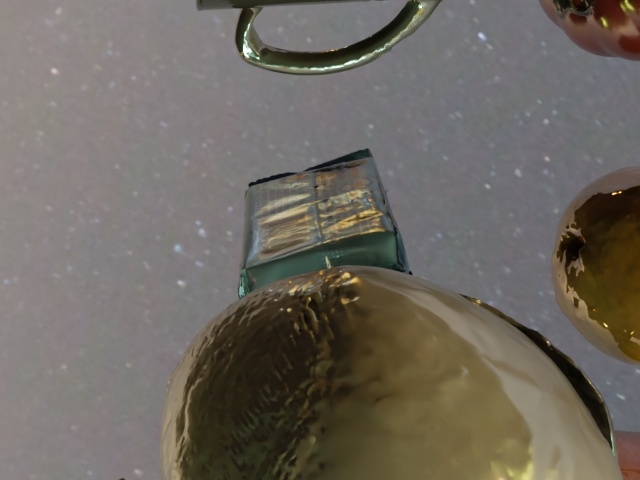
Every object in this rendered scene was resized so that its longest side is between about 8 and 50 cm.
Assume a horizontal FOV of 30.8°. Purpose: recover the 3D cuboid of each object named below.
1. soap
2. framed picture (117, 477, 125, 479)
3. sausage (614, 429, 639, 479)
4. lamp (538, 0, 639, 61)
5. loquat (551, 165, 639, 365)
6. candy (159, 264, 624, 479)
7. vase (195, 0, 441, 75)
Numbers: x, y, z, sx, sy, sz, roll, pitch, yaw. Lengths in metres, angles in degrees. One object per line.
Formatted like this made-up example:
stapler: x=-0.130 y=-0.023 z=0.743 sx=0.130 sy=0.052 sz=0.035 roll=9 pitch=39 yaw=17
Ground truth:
soap: x=0.000 y=0.000 z=1.118 sx=0.156 sy=0.077 sz=0.293 roll=-14 pitch=-159 yaw=4
framed picture: x=-0.182 y=0.315 z=1.057 sx=0.136 sy=0.010 sz=0.201 roll=56 pitch=-44 yaw=17
sausage: x=0.324 y=0.227 z=1.171 sx=0.087 sy=0.327 sz=0.079 roll=-26 pitch=-121 yaw=49
lamp: x=0.302 y=-0.284 z=1.113 sx=0.227 sy=0.227 sz=0.226 roll=-20 pitch=-123 yaw=34
loquat: x=0.330 y=0.024 z=1.138 sx=0.208 sy=0.208 sz=0.208 roll=-20 pitch=-123 yaw=34
candy: x=0.024 y=0.150 z=0.623 sx=0.296 sy=0.295 sz=0.185 roll=-18 pitch=-162 yaw=35
vase: x=0.033 y=-0.243 z=0.917 sx=0.156 sy=0.301 sz=0.251 roll=-95 pitch=-171 yaw=-54
